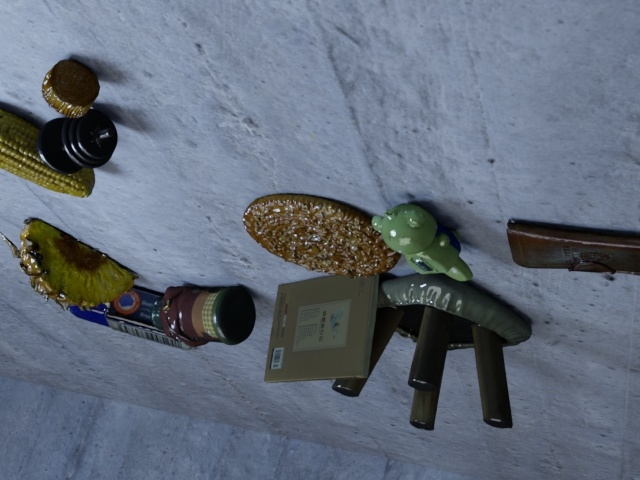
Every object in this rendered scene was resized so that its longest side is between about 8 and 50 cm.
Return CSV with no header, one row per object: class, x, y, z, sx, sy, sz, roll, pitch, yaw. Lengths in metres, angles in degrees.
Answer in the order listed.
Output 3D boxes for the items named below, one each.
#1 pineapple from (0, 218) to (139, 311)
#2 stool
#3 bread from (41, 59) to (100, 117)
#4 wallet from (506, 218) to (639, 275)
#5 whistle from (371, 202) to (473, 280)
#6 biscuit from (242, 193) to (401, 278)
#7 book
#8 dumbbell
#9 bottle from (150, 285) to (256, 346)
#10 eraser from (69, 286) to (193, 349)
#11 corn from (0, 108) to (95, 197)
pineapple,-0.603,0.078,2.253,0.158,0.161,0.334,-1,155,40
stool,0.214,0.225,1.951,0.310,0.226,0.310,30,152,-30
bread,-0.378,-0.226,1.487,0.085,0.085,0.053,26,148,-22
wallet,0.430,0.019,1.573,0.255,0.031,0.137,6,155,23
whistle,0.181,0.006,1.644,0.105,0.085,0.227,-8,146,46
biscuit,0.000,0.000,1.812,0.305,0.038,0.305,14,157,6
book,-0.002,0.177,1.996,0.021,0.217,0.310,21,159,-36
dumbbell,-0.402,-0.163,1.628,0.208,0.099,0.099,-7,148,46
bottle,-0.289,0.170,2.276,0.271,0.143,0.156,-2,118,39
eraser,-0.457,0.182,2.469,0.332,0.102,0.155,17,159,2
corn,-0.512,-0.153,1.735,0.261,0.097,0.097,31,153,-34
